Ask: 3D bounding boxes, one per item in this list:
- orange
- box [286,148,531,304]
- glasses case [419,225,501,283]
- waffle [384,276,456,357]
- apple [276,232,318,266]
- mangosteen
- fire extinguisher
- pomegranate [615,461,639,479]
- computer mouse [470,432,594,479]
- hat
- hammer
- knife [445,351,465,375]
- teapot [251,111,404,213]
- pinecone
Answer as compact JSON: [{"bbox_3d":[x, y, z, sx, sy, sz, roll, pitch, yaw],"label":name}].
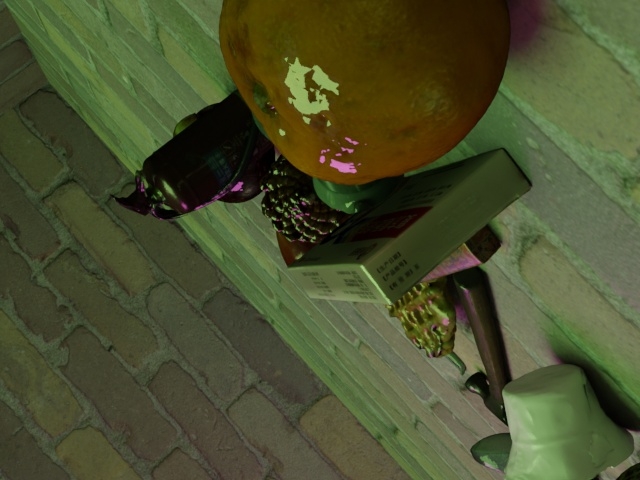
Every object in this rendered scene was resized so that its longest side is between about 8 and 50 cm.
[{"bbox_3d":[0.037,-0.183,0.831,0.261,0.261,0.261,46,167,14],"label":"orange"},{"bbox_3d":[0.093,-0.011,1.178,0.069,0.214,0.353,52,166,-6],"label":"box"},{"bbox_3d":[0.148,0.016,1.296,0.075,0.049,0.218,51,150,-9],"label":"glasses case"},{"bbox_3d":[0.133,0.056,1.535,0.281,0.058,0.301,52,165,29],"label":"waffle"},{"bbox_3d":[-0.007,0.002,1.713,0.158,0.147,0.156,48,-172,11],"label":"apple"},{"bbox_3d":[-0.192,-0.154,1.709,0.192,0.217,0.192,36,134,49],"label":"mangosteen"},{"bbox_3d":[-0.133,-0.139,1.270,0.105,0.341,0.141,41,163,30],"label":"fire extinguisher"},{"bbox_3d":[0.413,0.392,1.184,0.214,0.248,0.214,-18,-90,-82],"label":"pomegranate"},{"bbox_3d":[0.374,0.377,1.611,0.229,0.068,0.113,16,-178,8],"label":"computer mouse"},{"bbox_3d":[0.324,0.248,1.300,0.126,0.203,0.203,69,165,-3],"label":"hat"},{"bbox_3d":[0.268,0.178,1.511,0.168,0.044,0.440,40,164,39],"label":"hammer"},{"bbox_3d":[0.199,0.177,1.803,0.212,0.015,0.054,43,165,24],"label":"knife"},{"bbox_3d":[0.018,-0.157,1.175,0.225,0.171,0.203,58,-162,-59],"label":"teapot"},{"bbox_3d":[-0.015,-0.073,1.522,0.173,0.173,0.173,46,167,14],"label":"pinecone"}]
